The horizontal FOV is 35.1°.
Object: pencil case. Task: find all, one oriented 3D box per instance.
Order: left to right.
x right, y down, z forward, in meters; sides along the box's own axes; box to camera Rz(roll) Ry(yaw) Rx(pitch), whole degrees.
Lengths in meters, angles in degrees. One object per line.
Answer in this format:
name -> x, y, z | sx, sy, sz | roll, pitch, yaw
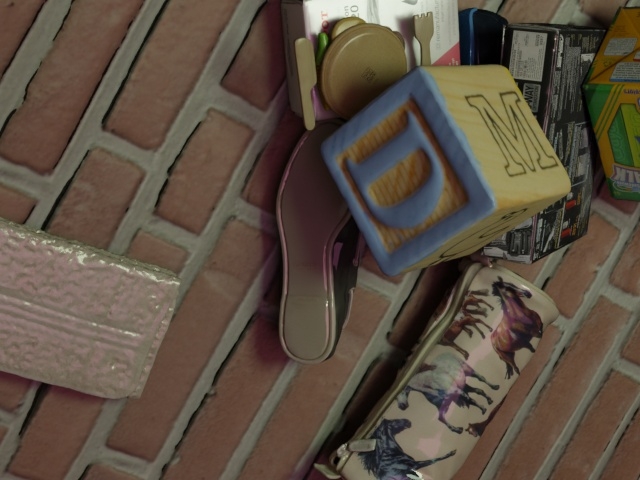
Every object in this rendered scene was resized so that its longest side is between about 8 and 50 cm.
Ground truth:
pencil case -> 0.173, 0.210, 1.450 | 0.183, 0.160, 0.410 | 32, 91, -40

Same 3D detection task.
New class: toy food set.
toy food set -> 0.051, -0.215, 1.259 | 0.192, 0.038, 0.133 | -15, 116, -22

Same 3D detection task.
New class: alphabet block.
alphabet block -> 0.154, -0.090, 1.242 | 0.197, 0.192, 0.194 | -13, 74, -49

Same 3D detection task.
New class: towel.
towel -> -0.329, 0.088, 1.281 | 0.282, 0.049, 0.187 | 21, 95, -24

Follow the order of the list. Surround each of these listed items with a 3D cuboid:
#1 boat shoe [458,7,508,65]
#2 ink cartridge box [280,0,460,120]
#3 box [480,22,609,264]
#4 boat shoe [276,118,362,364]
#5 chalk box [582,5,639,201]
boat shoe -> 0.225, -0.186, 1.395 | 0.089, 0.109, 0.258 | -2, 107, -25
ink cartridge box -> 0.068, -0.251, 1.322 | 0.217, 0.092, 0.159 | -11, 108, -17
box -> 0.315, -0.141, 1.389 | 0.242, 0.076, 0.308 | -19, 116, -56
boat shoe -> 0.000, 0.000, 1.375 | 0.112, 0.095, 0.335 | 8, 99, 13
chalk box -> 0.503, -0.163, 1.420 | 0.179, 0.180, 0.289 | -59, 138, -31
